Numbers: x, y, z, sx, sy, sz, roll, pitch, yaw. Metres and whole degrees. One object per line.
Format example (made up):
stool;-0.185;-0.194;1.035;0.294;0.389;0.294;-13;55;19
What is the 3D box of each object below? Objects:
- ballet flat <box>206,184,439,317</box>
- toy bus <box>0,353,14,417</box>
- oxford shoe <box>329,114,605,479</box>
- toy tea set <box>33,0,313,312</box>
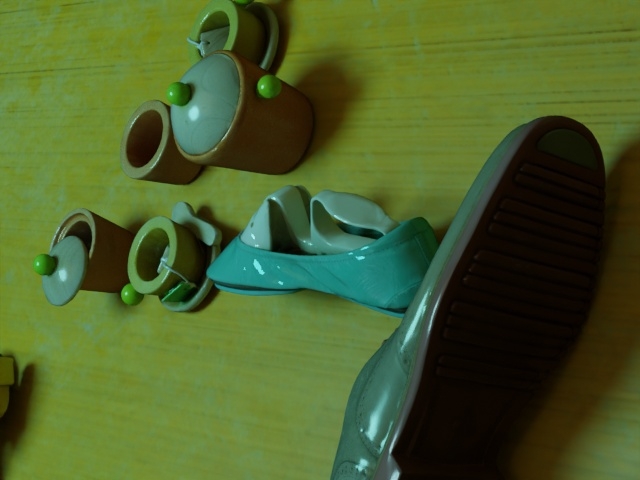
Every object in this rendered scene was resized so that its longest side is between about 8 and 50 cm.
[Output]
ballet flat;0.000;0.000;1.347;0.247;0.083;0.087;7;114;47
toy bus;-0.394;0.215;1.711;0.220;0.149;0.211;-18;75;43
oxford shoe;0.080;0.070;1.204;0.130;0.123;0.348;31;99;56
toy tea set;-0.144;-0.062;1.518;0.336;0.124;0.200;-56;41;19
